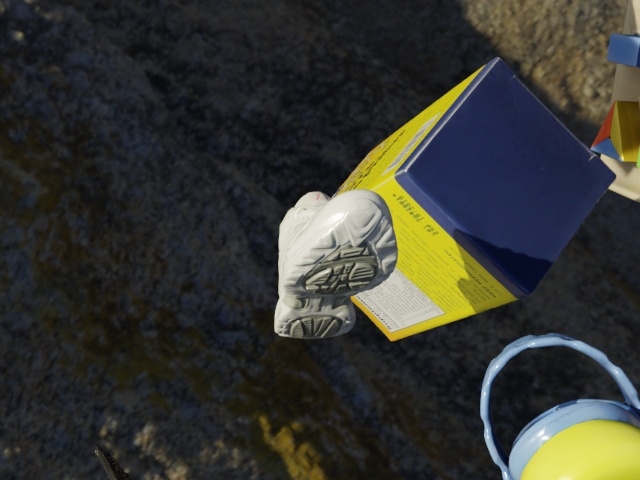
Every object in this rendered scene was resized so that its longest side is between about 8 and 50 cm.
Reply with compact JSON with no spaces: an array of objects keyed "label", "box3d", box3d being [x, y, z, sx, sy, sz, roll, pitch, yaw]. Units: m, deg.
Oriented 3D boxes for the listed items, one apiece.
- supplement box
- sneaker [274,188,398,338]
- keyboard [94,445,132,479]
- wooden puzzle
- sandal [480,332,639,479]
[{"label":"supplement box","box3d":[0.145,-0.034,1.289,0.194,0.356,0.195,44,66,-7]},{"label":"sneaker","box3d":[0.000,0.000,0.913,0.090,0.232,0.115,1,66,-16]},{"label":"keyboard","box3d":[-0.143,0.251,0.951,0.038,0.192,0.100,-32,120,-13]},{"label":"wooden puzzle","box3d":[0.539,-0.233,1.704,0.080,0.348,0.322,7,14,-17]},{"label":"sandal","box3d":[0.186,0.163,0.708,0.126,0.317,0.138,-25,50,3]}]
